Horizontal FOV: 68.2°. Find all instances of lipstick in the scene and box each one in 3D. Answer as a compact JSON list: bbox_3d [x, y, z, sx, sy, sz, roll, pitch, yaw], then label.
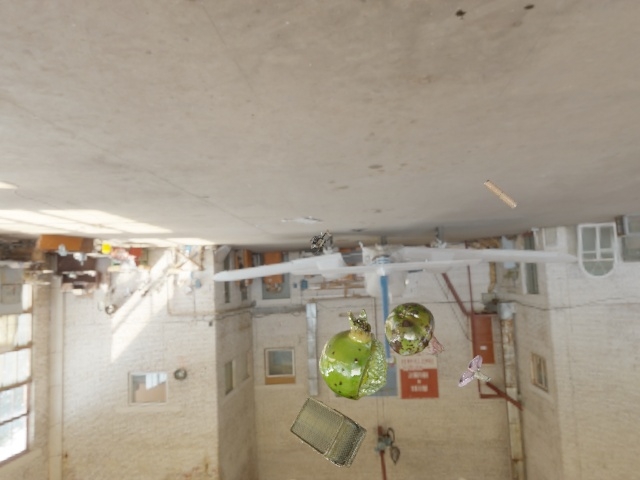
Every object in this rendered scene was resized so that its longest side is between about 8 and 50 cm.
[{"bbox_3d":[0.451,-0.116,1.180,0.019,0.094,0.019,-40,163,-15],"label":"lipstick"}]

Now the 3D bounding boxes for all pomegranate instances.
[{"bbox_3d":[0.123,0.415,1.716,0.261,0.340,0.260,2,-167,0],"label":"pomegranate"},{"bbox_3d":[0.243,0.230,1.189,0.163,0.138,0.125,25,143,8],"label":"pomegranate"}]

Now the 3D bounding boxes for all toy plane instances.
[{"bbox_3d":[0.000,0.000,1.675,0.031,0.049,0.120,-5,-143,45],"label":"toy plane"}]

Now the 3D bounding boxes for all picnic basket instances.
[{"bbox_3d":[0.027,0.721,1.783,0.139,0.165,0.267,42,160,-30],"label":"picnic basket"}]

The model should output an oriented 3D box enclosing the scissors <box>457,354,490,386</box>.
[{"bbox_3d":[0.442,0.377,1.326,0.021,0.110,0.212,36,174,4],"label":"scissors"}]
